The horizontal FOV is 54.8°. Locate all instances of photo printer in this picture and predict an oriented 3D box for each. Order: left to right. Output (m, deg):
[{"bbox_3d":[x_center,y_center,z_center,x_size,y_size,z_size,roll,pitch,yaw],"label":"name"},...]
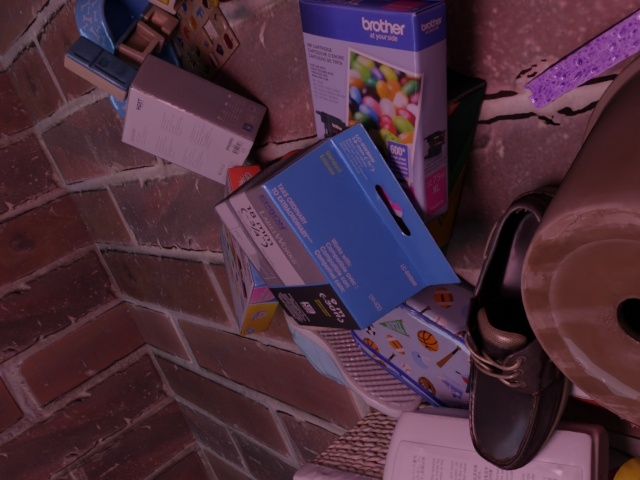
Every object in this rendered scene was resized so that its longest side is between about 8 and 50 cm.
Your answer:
[{"bbox_3d":[0.225,0.367,0.847,0.307,0.107,0.256,-5,71,35],"label":"photo printer"}]

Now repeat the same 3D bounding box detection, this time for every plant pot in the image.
[{"bbox_3d":[0.317,-0.004,0.497,0.323,0.280,0.323,36,142,34],"label":"plant pot"}]

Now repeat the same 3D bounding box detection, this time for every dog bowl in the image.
[{"bbox_3d":[-0.372,-0.380,1.257,0.074,0.166,0.297,-2,115,42],"label":"dog bowl"}]

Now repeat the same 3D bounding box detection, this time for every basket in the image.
[{"bbox_3d":[0.180,0.504,1.147,0.328,0.266,0.331,60,148,-3],"label":"basket"}]

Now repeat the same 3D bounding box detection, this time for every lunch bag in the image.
[{"bbox_3d":[0.178,0.166,1.003,0.303,0.115,0.243,36,145,34],"label":"lunch bag"}]

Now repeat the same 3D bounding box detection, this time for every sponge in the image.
[{"bbox_3d":[0.286,-0.189,0.531,0.031,0.117,0.210,57,149,-2],"label":"sponge"}]

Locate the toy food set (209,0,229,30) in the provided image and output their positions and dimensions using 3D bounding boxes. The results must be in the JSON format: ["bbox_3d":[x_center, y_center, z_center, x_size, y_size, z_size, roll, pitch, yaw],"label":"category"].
[{"bbox_3d":[-0.163,-0.453,0.991,0.128,0.071,0.218,-136,27,-69],"label":"toy food set"}]

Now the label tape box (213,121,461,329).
[{"bbox_3d":[0.000,0.000,0.863,0.241,0.106,0.333,56,155,-11],"label":"label tape box"}]

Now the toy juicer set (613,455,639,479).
[{"bbox_3d":[0.485,0.306,0.657,0.329,0.209,0.089,45,-178,-7],"label":"toy juicer set"}]

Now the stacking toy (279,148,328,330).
[{"bbox_3d":[-0.014,-0.007,1.123,0.141,0.141,0.330,22,127,44],"label":"stacking toy"}]

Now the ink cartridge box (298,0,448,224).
[{"bbox_3d":[0.065,-0.184,0.749,0.185,0.065,0.311,26,135,40],"label":"ink cartridge box"}]

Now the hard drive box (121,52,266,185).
[{"bbox_3d":[-0.241,-0.217,1.161,0.232,0.089,0.181,23,150,-13],"label":"hard drive box"}]

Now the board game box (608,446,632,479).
[{"bbox_3d":[0.447,0.424,0.866,0.303,0.097,0.224,21,132,45],"label":"board game box"}]

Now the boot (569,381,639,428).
[{"bbox_3d":[0.405,0.228,0.765,0.244,0.088,0.176,-2,117,51],"label":"boot"}]

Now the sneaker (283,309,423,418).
[{"bbox_3d":[0.067,0.232,1.216,0.366,0.135,0.150,41,153,41],"label":"sneaker"}]

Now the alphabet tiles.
[{"bbox_3d":[-0.251,-0.432,1.177,0.237,0.009,0.198,61,149,-4],"label":"alphabet tiles"}]

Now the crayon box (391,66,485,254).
[{"bbox_3d":[0.105,-0.108,0.892,0.202,0.081,0.319,35,143,32],"label":"crayon box"}]

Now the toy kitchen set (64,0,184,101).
[{"bbox_3d":[-0.344,-0.393,1.104,0.122,0.207,0.166,30,149,-11],"label":"toy kitchen set"}]

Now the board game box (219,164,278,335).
[{"bbox_3d":[-0.145,0.032,1.255,0.316,0.064,0.242,116,142,-63],"label":"board game box"}]

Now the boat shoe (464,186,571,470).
[{"bbox_3d":[0.226,0.109,0.747,0.132,0.130,0.356,13,101,44],"label":"boat shoe"}]
